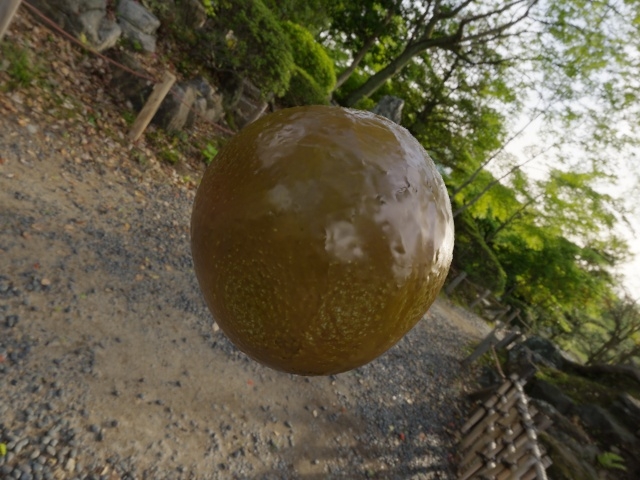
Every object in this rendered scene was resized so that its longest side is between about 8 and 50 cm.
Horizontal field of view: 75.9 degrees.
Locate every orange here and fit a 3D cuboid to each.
[{"bbox_3d":[0.000,0.000,0.431,0.274,0.274,0.274,38,14,-11],"label":"orange"}]
